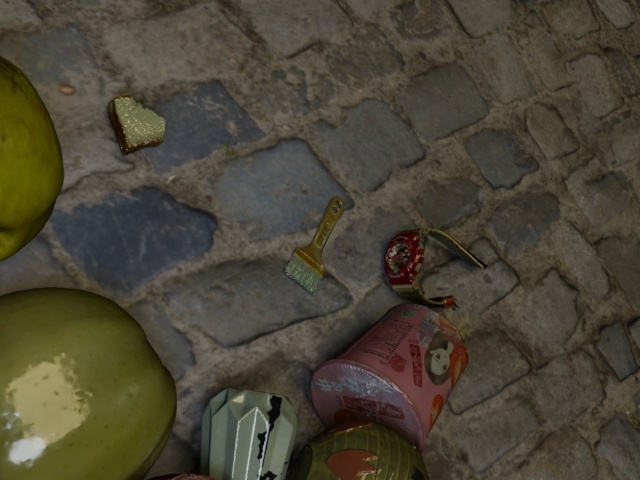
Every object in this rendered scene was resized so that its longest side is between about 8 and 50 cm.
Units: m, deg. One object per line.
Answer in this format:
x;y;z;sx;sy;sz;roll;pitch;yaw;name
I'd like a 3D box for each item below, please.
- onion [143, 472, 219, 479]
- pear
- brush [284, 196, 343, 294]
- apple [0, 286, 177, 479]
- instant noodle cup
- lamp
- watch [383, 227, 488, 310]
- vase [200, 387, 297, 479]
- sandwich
-0.269;0.407;1.098;0.111;0.247;0.250;68;18;-6;onion
-0.512;-0.134;1.092;0.287;0.287;0.375;3;53;-34;pear
0.000;0.000;1.556;0.082;0.010;0.218;38;58;-20;brush
-0.396;0.244;1.168;0.311;0.320;0.360;31;50;29;apple
0.139;0.259;1.454;0.231;0.243;0.243;-41;101;-43;instant noodle cup
0.085;0.435;1.283;0.284;0.250;0.250;29;61;-11;lamp
0.254;0.068;1.672;0.268;0.102;0.165;29;69;-35;watch
-0.132;0.429;1.260;0.165;0.165;0.360;15;73;-30;vase
-0.327;-0.211;1.378;0.093;0.035;0.105;-25;90;-36;sandwich
